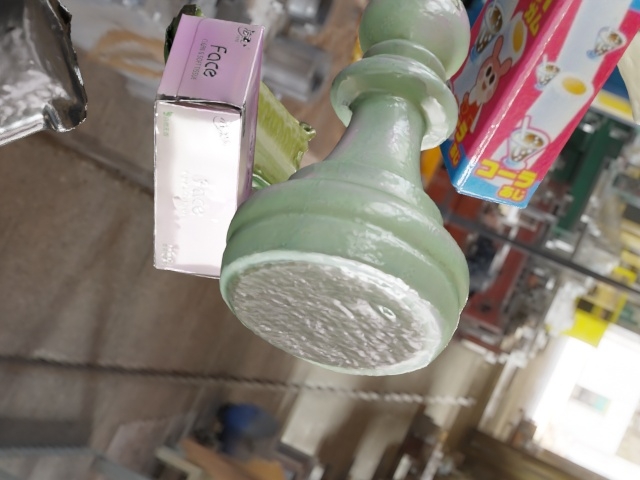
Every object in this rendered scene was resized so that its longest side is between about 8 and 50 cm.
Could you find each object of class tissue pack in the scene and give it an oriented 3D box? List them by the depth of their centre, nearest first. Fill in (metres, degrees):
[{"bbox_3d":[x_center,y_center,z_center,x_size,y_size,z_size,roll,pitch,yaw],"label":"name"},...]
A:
[{"bbox_3d":[-0.117,-0.097,1.411,0.246,0.093,0.148,97,1,-47],"label":"tissue pack"}]

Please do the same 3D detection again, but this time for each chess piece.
[{"bbox_3d":[0.038,-0.067,0.798,0.139,0.139,0.271,92,12,-58],"label":"chess piece"}]

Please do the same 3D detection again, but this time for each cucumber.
[{"bbox_3d":[-0.125,-0.174,1.727,0.325,0.105,0.145,49,53,-54],"label":"cucumber"}]

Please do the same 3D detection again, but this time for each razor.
[{"bbox_3d":[-0.427,-0.170,1.426,0.113,0.349,0.204,-114,-172,-76],"label":"razor"}]

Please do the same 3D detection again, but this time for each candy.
[{"bbox_3d":[0.232,-0.201,1.421,0.157,0.100,0.305,-101,-149,-51],"label":"candy"}]

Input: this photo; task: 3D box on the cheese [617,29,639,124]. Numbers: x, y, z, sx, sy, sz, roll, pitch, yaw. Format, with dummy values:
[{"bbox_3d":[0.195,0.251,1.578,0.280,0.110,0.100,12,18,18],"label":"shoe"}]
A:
[{"bbox_3d":[0.507,-0.270,1.632,0.332,0.292,0.153,-49,121,-53],"label":"cheese"}]
